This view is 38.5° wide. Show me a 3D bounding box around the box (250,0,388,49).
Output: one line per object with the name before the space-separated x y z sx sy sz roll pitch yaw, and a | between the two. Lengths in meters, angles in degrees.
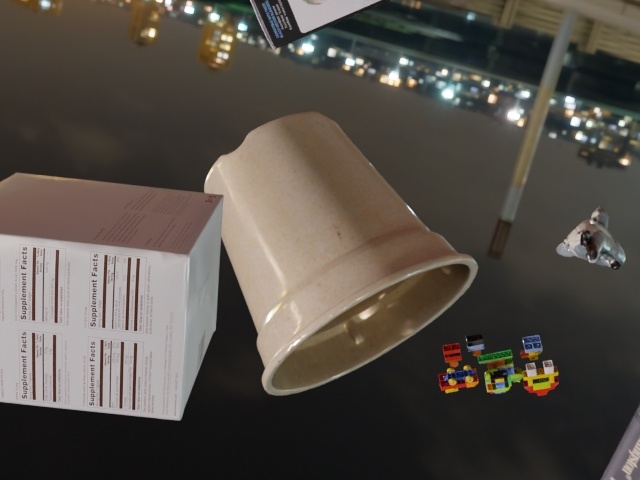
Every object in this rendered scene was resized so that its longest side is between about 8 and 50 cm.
box | 0.041 -0.365 1.115 0.290 0.087 0.169 -23 -129 3

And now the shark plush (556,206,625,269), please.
shark plush | 0.314 0.004 1.021 0.067 0.073 0.161 47 -175 11

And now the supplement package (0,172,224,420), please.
supplement package | -0.201 0.041 0.804 0.203 0.149 0.194 6 -163 1

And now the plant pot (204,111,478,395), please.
plant pot | 0.000 0.000 1.295 0.334 0.334 0.305 -2 -124 -53

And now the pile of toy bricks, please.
pile of toy bricks | 0.329 0.249 1.715 0.212 0.105 0.118 -10 -138 7

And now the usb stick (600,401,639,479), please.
usb stick | 0.482 0.305 1.352 0.077 0.278 0.045 33 -130 26
